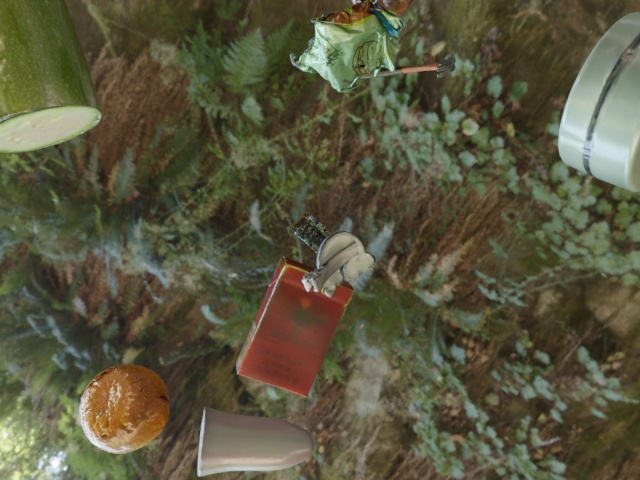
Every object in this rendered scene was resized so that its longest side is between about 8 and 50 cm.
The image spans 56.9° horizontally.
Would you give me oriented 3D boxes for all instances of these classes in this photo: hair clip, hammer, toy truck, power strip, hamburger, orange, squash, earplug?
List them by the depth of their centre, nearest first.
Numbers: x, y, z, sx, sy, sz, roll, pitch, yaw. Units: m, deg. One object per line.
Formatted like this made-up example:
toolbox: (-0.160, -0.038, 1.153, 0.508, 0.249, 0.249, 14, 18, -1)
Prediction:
hair clip: (0.036, 0.044, 1.165, 0.172, 0.116, 0.049, -36, -147, -32)
squash: (-0.635, -0.405, 1.214, 0.385, 0.262, 0.263, 71, -162, 0)
power strip: (0.650, -0.271, 1.215, 0.161, 0.358, 0.357, 34, -168, 37)
orange: (-0.425, 0.369, 1.294, 0.193, 0.193, 0.161, 41, 171, 25)
hamburger: (0.078, -0.475, 1.510, 0.260, 0.276, 0.151, -12, -101, -23)
earplug: (-0.164, 0.533, 1.557, 0.301, 0.173, 0.172, 6, -158, -12)
hammer: (0.224, -0.468, 1.621, 0.287, 0.033, 0.111, -2, -148, 15)
toy truck: (-0.001, 0.001, 1.819, 0.177, 0.080, 0.115, 44, 177, 5)

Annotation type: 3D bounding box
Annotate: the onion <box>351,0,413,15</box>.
onion: (0.146, -0.693, 1.619, 0.230, 0.163, 0.230, 40, -178, -2)

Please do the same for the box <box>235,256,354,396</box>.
box: (-0.067, 0.222, 1.520, 0.197, 0.314, 0.089, 23, -173, -13)
